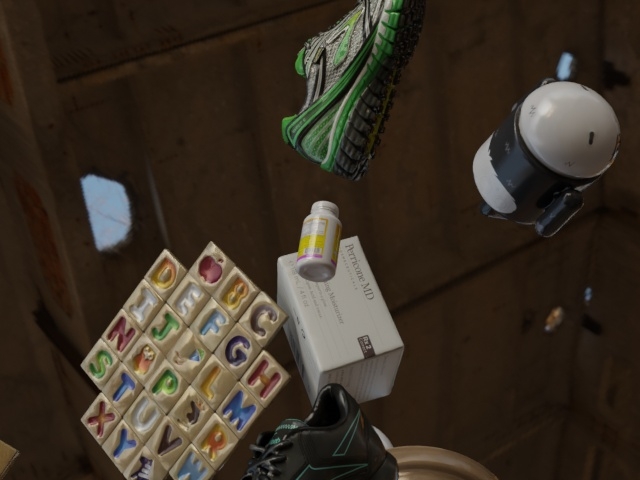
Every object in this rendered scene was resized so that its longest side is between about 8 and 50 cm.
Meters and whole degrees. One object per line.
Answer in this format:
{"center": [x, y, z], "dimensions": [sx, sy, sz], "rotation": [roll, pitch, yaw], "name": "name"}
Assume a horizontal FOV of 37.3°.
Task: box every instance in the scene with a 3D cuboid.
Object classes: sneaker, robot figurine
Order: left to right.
{"center": [-0.041, 0.213, 0.774], "dimensions": [0.267, 0.101, 0.106], "rotation": [-31, -75, -49], "name": "sneaker"}
{"center": [0.043, -0.262, 1.264], "dimensions": [0.134, 0.146, 0.343], "rotation": [2, -71, -76], "name": "sneaker"}
{"center": [0.358, -0.132, 1.521], "dimensions": [0.173, 0.209, 0.278], "rotation": [-34, -11, -34], "name": "robot figurine"}

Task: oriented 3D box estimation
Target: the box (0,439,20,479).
{"center": [-0.502, 0.308, 1.180], "dimensions": [0.201, 0.164, 0.021], "rotation": [-58, -7, -19], "name": "box"}

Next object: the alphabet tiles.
{"center": [-0.200, 0.185, 1.343], "dimensions": [0.342, 0.285, 0.011], "rotation": [-53, -28, 11], "name": "alphabet tiles"}

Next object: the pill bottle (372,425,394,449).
{"center": [0.058, 0.432, 1.628], "dimensions": [0.181, 0.181, 0.323], "rotation": [-37, -41, -17], "name": "pill bottle"}

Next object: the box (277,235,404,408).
{"center": [0.022, 0.122, 1.321], "dimensions": [0.119, 0.181, 0.182], "rotation": [-16, -28, -12], "name": "box"}

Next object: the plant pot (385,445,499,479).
{"center": [0.111, 0.362, 1.086], "dimensions": [0.237, 0.110, 0.237], "rotation": [1, -65, 3], "name": "plant pot"}

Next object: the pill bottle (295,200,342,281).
{"center": [0.000, 0.000, 1.019], "dimensions": [0.043, 0.043, 0.083], "rotation": [46, -137, -43], "name": "pill bottle"}
